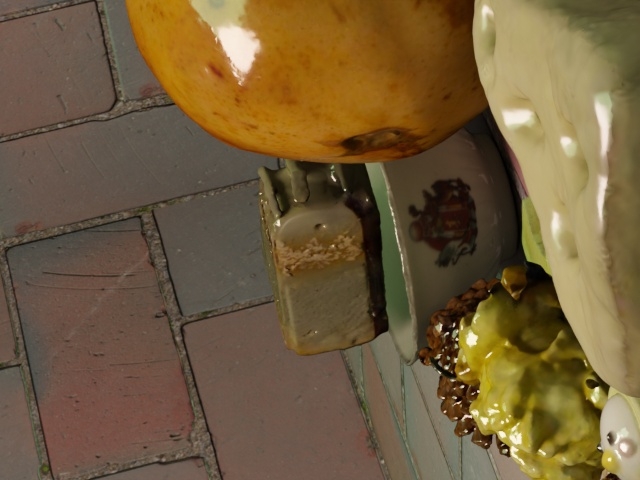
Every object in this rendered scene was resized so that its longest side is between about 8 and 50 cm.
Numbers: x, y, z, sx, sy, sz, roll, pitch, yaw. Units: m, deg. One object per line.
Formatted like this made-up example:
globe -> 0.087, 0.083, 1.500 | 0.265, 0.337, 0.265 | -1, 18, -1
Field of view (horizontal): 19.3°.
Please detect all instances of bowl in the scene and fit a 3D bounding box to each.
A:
bowl -> 0.132, -0.036, 2.166 | 0.337, 0.158, 0.337 | 167, 90, -84

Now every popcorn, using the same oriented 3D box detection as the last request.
popcorn -> 0.200, 0.128, 1.687 | 0.195, 0.168, 0.173 | 38, 146, 6

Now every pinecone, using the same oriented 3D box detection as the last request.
pinecone -> 0.197, 0.135, 1.992 | 0.179, 0.150, 0.195 | -8, 98, 65

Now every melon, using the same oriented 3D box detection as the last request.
melon -> 0.237, 0.002, 1.804 | 0.209, 0.064, 0.118 | -118, 15, -73

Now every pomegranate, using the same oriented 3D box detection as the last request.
pomegranate -> 0.023, -0.266, 1.752 | 0.416, 0.417, 0.416 | 166, 90, -83

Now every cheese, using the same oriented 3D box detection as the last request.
cheese -> 0.223, -0.057, 1.490 | 0.351, 0.130, 0.328 | -118, 17, -62

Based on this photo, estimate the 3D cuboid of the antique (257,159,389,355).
antique -> 0.000, 0.000, 2.123 | 0.284, 0.125, 0.150 | 86, 169, -60

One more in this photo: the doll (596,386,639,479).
doll -> 0.286, 0.230, 1.529 | 0.141, 0.117, 0.296 | 86, 161, -70

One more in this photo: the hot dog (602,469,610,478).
hot dog -> 0.289, 0.188, 1.794 | 0.099, 0.053, 0.192 | 111, 142, -80

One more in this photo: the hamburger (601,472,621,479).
hamburger -> 0.286, 0.245, 1.653 | 0.126, 0.141, 0.081 | 5, 132, 52
